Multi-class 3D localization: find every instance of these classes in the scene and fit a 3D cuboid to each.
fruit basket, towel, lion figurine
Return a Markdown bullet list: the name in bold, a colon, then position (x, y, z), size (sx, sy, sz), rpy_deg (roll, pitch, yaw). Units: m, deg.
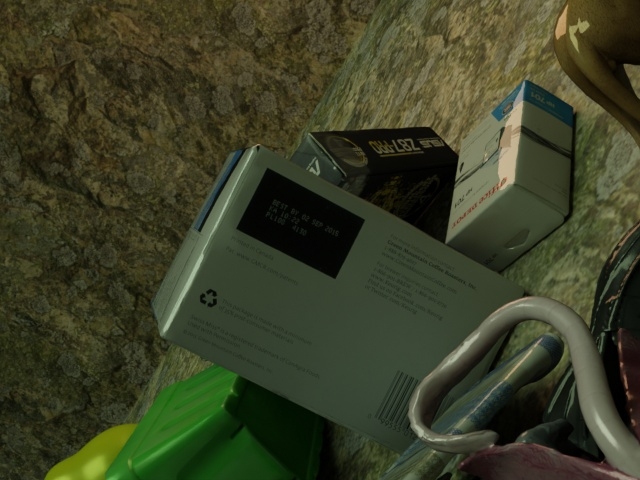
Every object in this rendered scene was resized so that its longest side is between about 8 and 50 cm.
- **fruit basket**: position (-0.196, 0.342, 1.259), size (0.392, 0.283, 0.392), rpy_deg (-44, 5, 4)
- **towel**: position (0.097, 0.204, 0.826), size (0.285, 0.034, 0.209), rpy_deg (-38, -11, -29)
- **lion figurine**: position (0.284, -0.232, 0.881), size (0.142, 0.240, 0.392), rpy_deg (-52, 18, 35)

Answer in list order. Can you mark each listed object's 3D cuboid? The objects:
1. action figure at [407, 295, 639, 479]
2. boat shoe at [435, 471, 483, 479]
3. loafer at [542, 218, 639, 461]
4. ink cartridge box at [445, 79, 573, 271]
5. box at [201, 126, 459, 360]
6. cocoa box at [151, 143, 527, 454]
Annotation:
- **action figure**: position (0.211, 0.142, 0.421), size (0.248, 0.276, 0.370), rpy_deg (-52, 2, 12)
- **boat shoe**: position (0.125, 0.256, 0.808), size (0.254, 0.079, 0.095), rpy_deg (-45, 9, 44)
- **loafer**: position (0.257, 0.080, 0.738), size (0.223, 0.076, 0.078), rpy_deg (-66, 19, 2)
- **ink cartridge box**: position (0.232, -0.079, 1.101), size (0.139, 0.082, 0.190), rpy_deg (-47, 19, 45)
- **box**: position (0.000, 0.000, 1.373), size (0.318, 0.097, 0.395), rpy_deg (-8, -37, -51)
- **cocoa box**: position (0.008, 0.067, 1.057), size (0.231, 0.347, 0.228), rpy_deg (-63, 14, -3)
